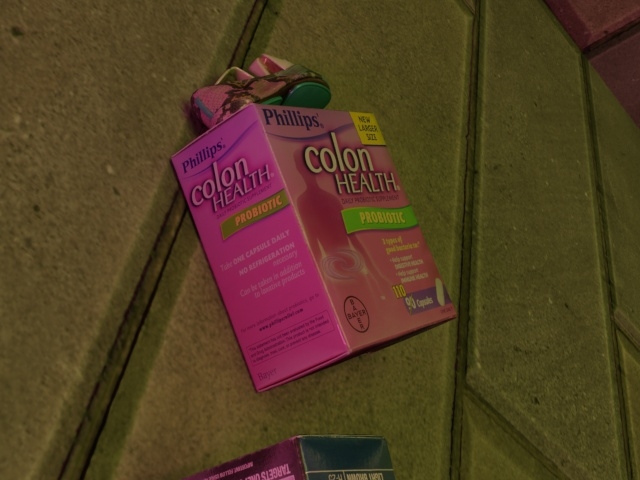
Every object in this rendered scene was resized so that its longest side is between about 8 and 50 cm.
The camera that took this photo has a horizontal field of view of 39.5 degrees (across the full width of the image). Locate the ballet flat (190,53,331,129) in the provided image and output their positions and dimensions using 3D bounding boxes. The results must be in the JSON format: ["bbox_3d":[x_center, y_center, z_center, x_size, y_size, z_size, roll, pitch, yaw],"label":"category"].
[{"bbox_3d":[-0.063,-0.162,0.972,0.079,0.077,0.221,45,32,9],"label":"ballet flat"}]

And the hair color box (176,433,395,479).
[{"bbox_3d":[-0.012,0.319,0.585,0.105,0.174,0.347,15,54,-49],"label":"hair color box"}]

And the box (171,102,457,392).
[{"bbox_3d":[0.000,0.000,0.888,0.213,0.117,0.243,-7,72,-55],"label":"box"}]
